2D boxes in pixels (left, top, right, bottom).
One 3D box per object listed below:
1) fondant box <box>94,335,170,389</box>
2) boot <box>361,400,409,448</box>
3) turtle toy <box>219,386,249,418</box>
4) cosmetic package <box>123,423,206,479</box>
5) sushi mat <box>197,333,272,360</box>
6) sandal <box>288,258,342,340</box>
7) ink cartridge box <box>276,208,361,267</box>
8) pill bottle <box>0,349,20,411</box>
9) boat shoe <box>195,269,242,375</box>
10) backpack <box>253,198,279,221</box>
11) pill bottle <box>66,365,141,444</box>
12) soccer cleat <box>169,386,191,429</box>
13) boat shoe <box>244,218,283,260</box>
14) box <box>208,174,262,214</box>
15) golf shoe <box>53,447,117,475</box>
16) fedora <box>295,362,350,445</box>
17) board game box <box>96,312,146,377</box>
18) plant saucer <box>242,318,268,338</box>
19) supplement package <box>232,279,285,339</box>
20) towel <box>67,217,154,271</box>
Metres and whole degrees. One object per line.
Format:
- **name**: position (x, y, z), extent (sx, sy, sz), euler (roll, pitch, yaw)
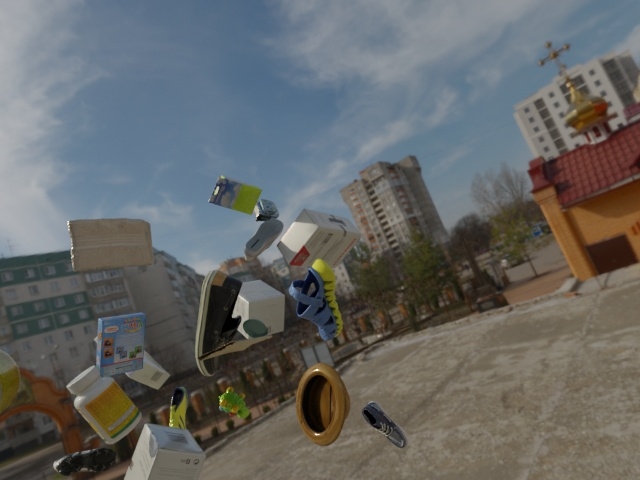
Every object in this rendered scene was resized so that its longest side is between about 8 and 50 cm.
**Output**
- **fondant box**: position (-0.934, 0.582, 2.120), extent (0.096, 0.331, 0.238), euler (-52, -30, -18)
- **boot**: position (0.220, 0.652, 1.485), extent (0.069, 0.190, 0.086), euler (-54, -25, 15)
- **turtle toy**: position (-0.325, 0.620, 1.603), extent (0.066, 0.130, 0.095), euler (-61, 0, 21)
- **cosmetic package**: position (-0.500, 0.777, 1.261), extent (0.156, 0.384, 0.217), euler (26, -15, -28)
- **sushi mat**: position (-0.304, 0.390, 1.572), extent (0.152, 0.019, 0.316), euler (-28, -15, 12)
- **sandal**: position (-0.018, 0.205, 1.352), extent (0.138, 0.317, 0.126), euler (-26, 36, -18)
- **ink cartridge box**: position (0.000, 0.000, 1.661), extent (0.273, 0.114, 0.197), euler (9, -54, -49)
- **pill bottle**: position (-0.798, 0.337, 0.951), extent (0.188, 0.187, 0.334), euler (-18, 1, -23)
- **boat shoe**: position (-0.415, 0.360, 1.768), extent (0.156, 0.499, 0.186), euler (11, 21, -1)
- **backpack**: position (-0.256, -0.140, 2.057), extent (0.115, 0.104, 0.084), euler (12, -49, -39)
- **pill bottle**: position (-0.630, 0.472, 1.237), extent (0.118, 0.208, 0.117), euler (-32, 11, 7)
- **soccer cleat**: position (-0.703, 0.859, 2.074), extent (0.094, 0.288, 0.121), euler (-9, -35, 11)
- **boat shoe**: position (-0.231, -0.004, 1.675), extent (0.226, 0.083, 0.075), euler (-43, -12, -44)
- **box**: position (-0.319, -0.170, 1.586), extent (0.178, 0.042, 0.108), euler (15, -73, -35)
- **golf shoe**: position (-0.793, 0.741, 1.441), extent (0.094, 0.077, 0.198), euler (-13, -26, 32)
- **fedora**: position (0.019, 0.407, 1.069), extent (0.079, 0.194, 0.194), euler (13, -31, -42)
- **board game box**: position (-0.721, 0.377, 1.546), extent (0.039, 0.211, 0.160), euler (11, 7, 40)
- **plant saucer**: position (-0.280, 0.381, 1.858), extent (0.119, 0.119, 0.021), euler (-28, 21, 34)
- **supplement package**: position (-0.333, 0.341, 2.156), extent (0.200, 0.197, 0.263), euler (-7, 17, -35)
- **towel**: position (-0.764, 0.013, 1.574), extent (0.283, 0.186, 0.049), euler (-5, -7, -40)
